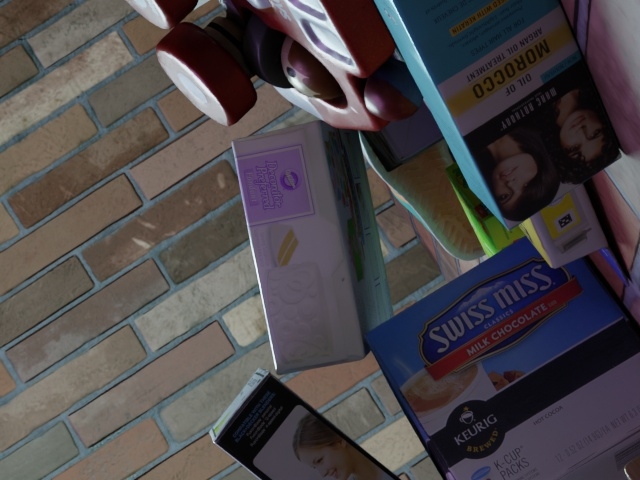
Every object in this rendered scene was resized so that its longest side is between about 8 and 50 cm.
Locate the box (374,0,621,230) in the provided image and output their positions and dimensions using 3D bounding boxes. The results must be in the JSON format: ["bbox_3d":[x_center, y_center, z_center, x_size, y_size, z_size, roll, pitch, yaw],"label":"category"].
[{"bbox_3d":[0.114,-0.123,1.139,0.244,0.100,0.060,57,179,-43],"label":"box"}]

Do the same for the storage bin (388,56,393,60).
[{"bbox_3d":[0.036,-0.194,1.637,0.098,0.135,0.091,2,168,36],"label":"storage bin"}]

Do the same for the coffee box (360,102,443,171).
[{"bbox_3d":[0.081,-0.158,1.818,0.141,0.098,0.246,57,179,1],"label":"coffee box"}]

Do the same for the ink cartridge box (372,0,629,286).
[{"bbox_3d":[0.131,-0.122,1.470,0.303,0.072,0.307,57,177,40],"label":"ink cartridge box"}]

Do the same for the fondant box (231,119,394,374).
[{"bbox_3d":[0.000,0.000,1.812,0.330,0.096,0.238,-20,-81,-83],"label":"fondant box"}]

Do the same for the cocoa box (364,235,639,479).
[{"bbox_3d":[0.219,0.176,1.757,0.228,0.231,0.347,59,180,24],"label":"cocoa box"}]

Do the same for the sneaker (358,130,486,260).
[{"bbox_3d":[0.106,-0.106,2.063,0.302,0.108,0.121,56,176,-31],"label":"sneaker"}]

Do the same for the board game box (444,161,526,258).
[{"bbox_3d":[0.205,-0.014,1.959,0.092,0.043,0.181,56,179,38],"label":"board game box"}]

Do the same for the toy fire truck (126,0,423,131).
[{"bbox_3d":[-0.031,-0.194,1.423,0.254,0.169,0.302,35,164,43],"label":"toy fire truck"}]

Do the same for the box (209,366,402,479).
[{"bbox_3d":[0.029,0.248,1.675,0.290,0.087,0.169,40,175,-3],"label":"box"}]

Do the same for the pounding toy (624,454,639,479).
[{"bbox_3d":[0.272,0.219,1.109,0.181,0.206,0.094,56,179,41],"label":"pounding toy"}]

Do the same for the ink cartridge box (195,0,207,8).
[{"bbox_3d":[-0.157,-0.404,2.319,0.092,0.219,0.160,58,179,-31],"label":"ink cartridge box"}]
